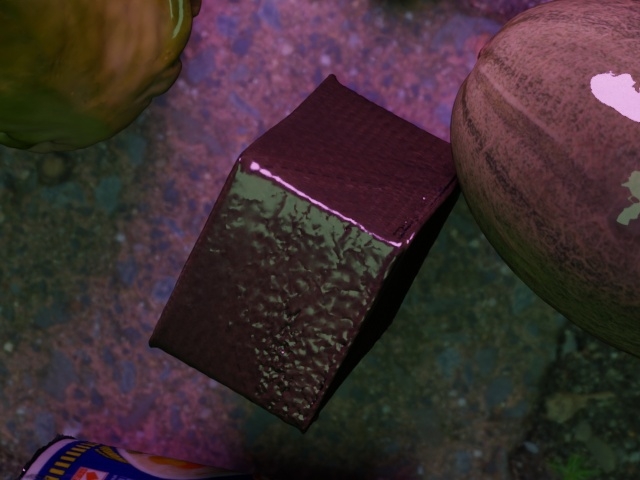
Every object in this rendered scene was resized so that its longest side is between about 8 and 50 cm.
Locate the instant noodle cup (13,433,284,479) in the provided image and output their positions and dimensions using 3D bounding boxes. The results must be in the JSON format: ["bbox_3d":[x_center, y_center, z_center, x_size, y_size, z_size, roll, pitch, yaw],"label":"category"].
[{"bbox_3d":[-0.109,0.299,1.612,0.312,0.284,0.284,16,112,17],"label":"instant noodle cup"}]

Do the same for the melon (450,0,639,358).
[{"bbox_3d":[0.251,-0.044,1.400,0.329,0.248,0.248,33,113,4],"label":"melon"}]

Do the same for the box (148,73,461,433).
[{"bbox_3d":[0.002,0.001,1.458,0.143,0.273,0.184,30,112,5],"label":"box"}]

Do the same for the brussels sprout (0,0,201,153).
[{"bbox_3d":[-0.269,-0.236,1.441,0.276,0.315,0.371,-5,115,40],"label":"brussels sprout"}]
